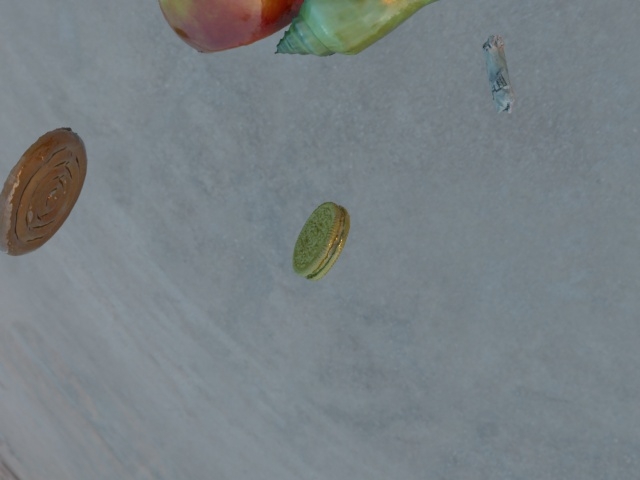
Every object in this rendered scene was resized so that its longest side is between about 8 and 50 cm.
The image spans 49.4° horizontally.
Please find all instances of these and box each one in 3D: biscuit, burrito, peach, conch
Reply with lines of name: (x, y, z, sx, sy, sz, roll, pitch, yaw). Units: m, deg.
biscuit: (0.000, 0.000, 0.700, 0.023, 0.083, 0.084, 26, 154, -20)
burrito: (0.448, -0.420, 1.750, 0.064, 0.064, 0.203, -21, 73, 57)
peach: (-0.096, -0.307, 0.845, 0.192, 0.190, 0.190, 26, 166, -40)
biscuit: (-0.512, -0.087, 1.296, 0.037, 0.262, 0.262, 26, 145, 5)
conch: (0.039, -0.253, 0.764, 0.079, 0.201, 0.094, 68, -179, -46)
